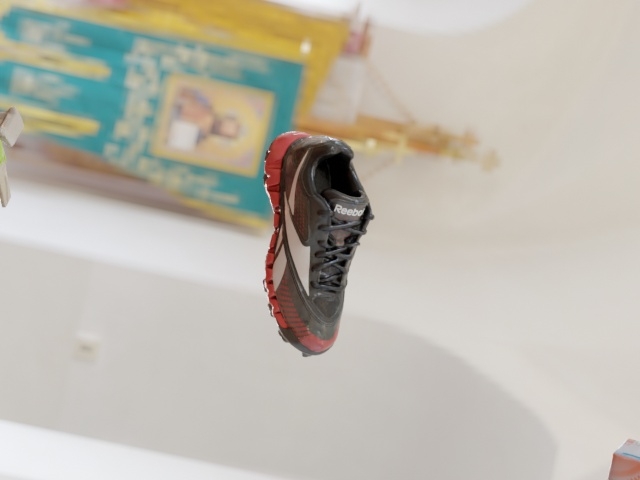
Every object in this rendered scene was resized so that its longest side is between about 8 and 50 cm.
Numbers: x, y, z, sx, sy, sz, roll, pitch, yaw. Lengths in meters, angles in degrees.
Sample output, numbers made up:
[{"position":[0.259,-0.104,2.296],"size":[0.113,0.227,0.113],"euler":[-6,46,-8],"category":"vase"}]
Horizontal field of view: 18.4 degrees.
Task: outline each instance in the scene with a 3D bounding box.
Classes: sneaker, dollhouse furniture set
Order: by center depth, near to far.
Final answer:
[{"position":[-0.278,-0.051,1.543],"size":[0.151,0.076,0.058],"euler":[-82,166,-66],"category":"dollhouse furniture set"},{"position":[0.000,0.000,2.359],"size":[0.135,0.098,0.276],"euler":[-9,-100,50],"category":"sneaker"}]

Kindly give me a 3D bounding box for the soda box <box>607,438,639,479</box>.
[{"position":[0.380,0.259,1.983],"size":[0.058,0.183,0.063],"euler":[-24,126,-62],"category":"soda box"}]
